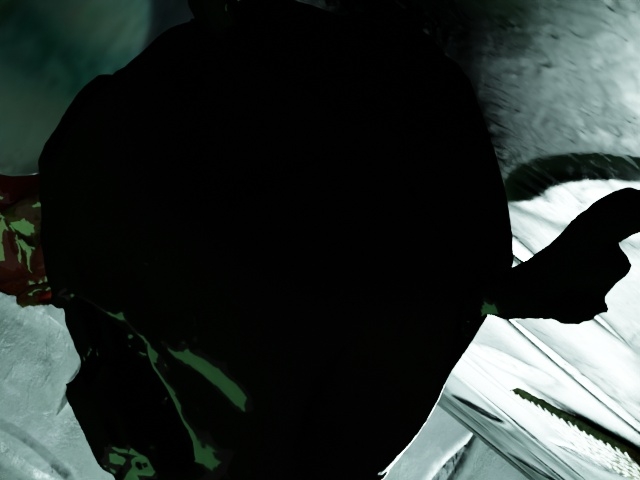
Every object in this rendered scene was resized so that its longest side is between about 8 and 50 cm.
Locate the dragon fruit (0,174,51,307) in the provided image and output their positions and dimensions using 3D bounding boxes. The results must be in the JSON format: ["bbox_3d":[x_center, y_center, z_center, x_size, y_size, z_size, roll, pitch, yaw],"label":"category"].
[{"bbox_3d":[-0.211,-0.080,1.022,0.342,0.277,0.277,40,174,-18],"label":"dragon fruit"}]

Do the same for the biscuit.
[{"bbox_3d":[0.312,0.230,1.406,0.139,0.016,0.231,41,173,-24],"label":"biscuit"}]

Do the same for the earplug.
[{"bbox_3d":[-0.248,-0.214,0.829,0.324,0.185,0.185,45,176,20],"label":"earplug"}]

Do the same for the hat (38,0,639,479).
[{"bbox_3d":[0.022,-0.040,0.608,0.238,0.209,0.336,48,-147,-1],"label":"hat"}]
